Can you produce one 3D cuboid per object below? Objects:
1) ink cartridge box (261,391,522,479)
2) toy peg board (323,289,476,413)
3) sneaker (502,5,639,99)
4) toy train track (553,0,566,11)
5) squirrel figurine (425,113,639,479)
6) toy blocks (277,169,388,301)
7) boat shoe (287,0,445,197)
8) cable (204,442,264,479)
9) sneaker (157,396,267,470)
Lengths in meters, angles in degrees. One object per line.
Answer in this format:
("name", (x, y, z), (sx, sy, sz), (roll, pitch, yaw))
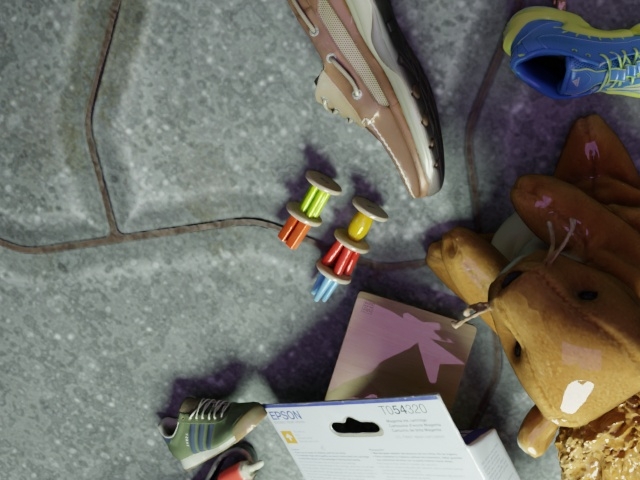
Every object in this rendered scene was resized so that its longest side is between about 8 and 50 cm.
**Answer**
("ink cartridge box", (0.116, 0.323, 1.102), (0.324, 0.071, 0.330), (-14, 108, 46))
("toy peg board", (0.105, 0.163, 1.140), (0.161, 0.079, 0.160), (17, 93, 2))
("sneaker", (0.320, -0.189, 0.956), (0.240, 0.126, 0.091), (13, 134, 11))
("toy train track", (0.283, -0.305, 0.992), (0.048, 0.014, 0.083), (2, 102, 15))
("squirrel figurine", (0.308, 0.106, 0.927), (0.281, 0.370, 0.397), (-35, 100, 16))
("toy blocks", (0.000, 0.000, 1.105), (0.123, 0.054, 0.148), (29, 109, -2))
("boat shoe", (0.053, -0.196, 1.011), (0.117, 0.123, 0.324), (-21, 97, 21))
("cable", (-0.180, 0.387, 1.233), (0.287, 0.072, 0.139), (-23, 72, 22))
("sneaker", (-0.161, 0.253, 1.182), (0.086, 0.064, 0.192), (51, 128, -2))
